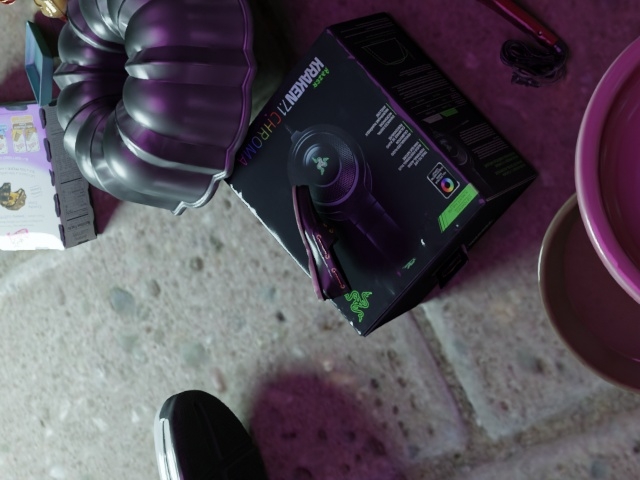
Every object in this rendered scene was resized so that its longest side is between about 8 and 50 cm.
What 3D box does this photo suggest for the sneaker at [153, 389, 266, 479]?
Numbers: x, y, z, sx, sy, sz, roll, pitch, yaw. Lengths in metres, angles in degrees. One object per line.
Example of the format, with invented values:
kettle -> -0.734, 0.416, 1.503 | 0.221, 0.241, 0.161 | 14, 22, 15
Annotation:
sneaker -> -0.192, 0.419, 2.082 | 0.258, 0.169, 0.447 | -9, 101, 33

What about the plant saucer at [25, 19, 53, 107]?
plant saucer -> -0.358, -0.226, 2.025 | 0.192, 0.018, 0.067 | -128, 42, -63

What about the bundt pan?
bundt pan -> -0.213, -0.194, 1.866 | 0.331, 0.124, 0.330 | -1, 89, 56

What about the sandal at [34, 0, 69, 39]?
sandal -> -0.334, -0.330, 2.023 | 0.090, 0.060, 0.219 | -14, 96, 35

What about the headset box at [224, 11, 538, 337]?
headset box -> 0.066, -0.067, 1.795 | 0.283, 0.131, 0.246 | 49, 125, 11

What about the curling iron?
curling iron -> 0.158, -0.266, 1.704 | 0.274, 0.068, 0.035 | 46, 159, 3

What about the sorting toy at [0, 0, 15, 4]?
sorting toy -> -0.442, -0.337, 2.102 | 0.102, 0.042, 0.061 | -4, 102, 34

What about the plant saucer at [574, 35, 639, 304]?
plant saucer -> 0.404, -0.059, 1.519 | 0.332, 0.084, 0.332 | 0, 79, 0

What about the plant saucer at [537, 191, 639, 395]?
plant saucer -> 0.365, 0.039, 1.647 | 0.278, 0.041, 0.277 | 9, 118, 16

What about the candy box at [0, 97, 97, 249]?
candy box -> -0.394, -0.087, 2.128 | 0.165, 0.070, 0.196 | -1, 103, 33

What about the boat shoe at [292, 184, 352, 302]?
boat shoe -> 0.000, 0.000, 1.753 | 0.042, 0.049, 0.133 | -17, 88, 9
